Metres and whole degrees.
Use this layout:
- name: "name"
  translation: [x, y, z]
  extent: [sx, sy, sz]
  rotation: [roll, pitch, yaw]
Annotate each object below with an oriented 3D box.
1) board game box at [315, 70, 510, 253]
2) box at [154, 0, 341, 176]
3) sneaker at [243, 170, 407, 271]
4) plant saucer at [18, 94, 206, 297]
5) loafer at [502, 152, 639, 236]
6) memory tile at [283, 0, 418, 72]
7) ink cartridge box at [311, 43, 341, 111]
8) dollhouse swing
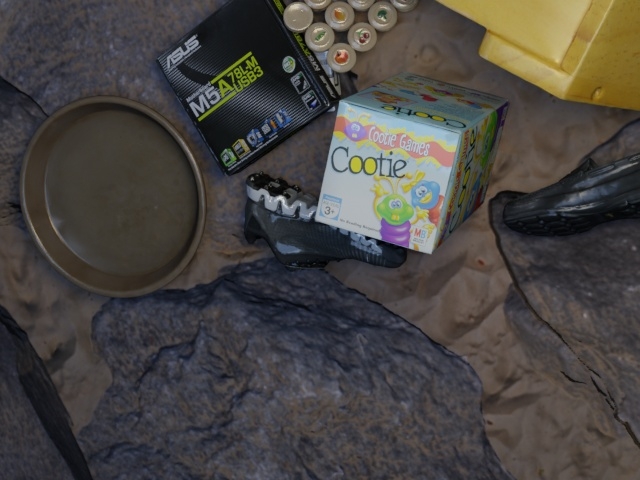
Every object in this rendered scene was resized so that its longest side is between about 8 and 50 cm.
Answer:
- name: "board game box"
  translation: [0.112, -0.098, 1.668]
  extent: [0.144, 0.275, 0.142]
  rotation: [17, 107, 14]
- name: "box"
  translation: [-0.094, -0.205, 1.817]
  extent: [0.190, 0.045, 0.184]
  rotation: [-32, 89, 30]
- name: "sneaker"
  translation: [0.000, 0.000, 1.839]
  extent: [0.234, 0.078, 0.106]
  rotation: [23, 112, 16]
- name: "plant saucer"
  translation: [-0.277, -0.060, 1.934]
  extent: [0.278, 0.041, 0.278]
  rotation: [4, 103, 18]
- name: "loafer"
  translation: [0.326, -0.059, 1.723]
  extent: [0.223, 0.076, 0.078]
  rotation: [-14, 62, 27]
- name: "memory tile"
  translation: [0.037, -0.288, 1.754]
  extent: [0.113, 0.012, 0.148]
  rotation: [45, 86, 3]
- name: "ink cartridge box"
  translation: [-0.003, -0.206, 1.812]
  extent: [0.048, 0.028, 0.083]
  rotation: [-2, 102, 22]
- name: "dollhouse swing"
  translation: [0.284, -0.371, 1.600]
  extent: [0.305, 0.315, 0.347]
  rotation: [38, 114, 35]
